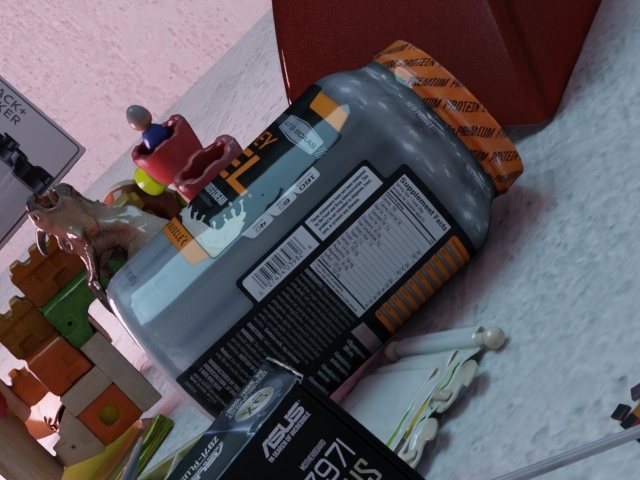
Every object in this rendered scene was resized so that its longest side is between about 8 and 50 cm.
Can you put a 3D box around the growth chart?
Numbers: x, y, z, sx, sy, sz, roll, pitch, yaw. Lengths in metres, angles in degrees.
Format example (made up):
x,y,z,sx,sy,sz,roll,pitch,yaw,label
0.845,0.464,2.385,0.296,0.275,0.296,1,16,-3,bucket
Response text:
x,y,z,sx,sy,sz,roll,pitch,yaw,label
0.031,0.153,0.912,0.237,0.021,0.172,-52,17,-16,growth chart

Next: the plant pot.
x,y,z,sx,sy,sz,roll,pitch,yaw,label
0.095,-0.276,1.189,0.267,0.235,0.267,-1,42,31,plant pot

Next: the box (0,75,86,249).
x,y,z,sx,sy,sz,roll,pitch,yaw,label
-0.434,-0.053,1.493,0.290,0.169,0.087,-55,13,-31,box

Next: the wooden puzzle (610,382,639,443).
x,y,z,sx,sy,sz,roll,pitch,yaw,label
0.188,0.091,0.675,0.049,0.006,0.083,-47,16,3,wooden puzzle

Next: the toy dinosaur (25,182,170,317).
x,y,z,sx,sy,sz,roll,pitch,yaw,label
-0.145,0.058,1.232,0.200,0.295,0.127,-29,-10,22,toy dinosaur

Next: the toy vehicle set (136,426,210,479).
x,y,z,sx,sy,sz,roll,pitch,yaw,label
-0.132,0.266,1.043,0.166,0.035,0.267,-38,19,32,toy vehicle set

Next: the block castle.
x,y,z,sx,sy,sz,roll,pitch,yaw,label
-0.269,0.051,1.464,0.453,0.213,0.303,-43,23,-8,block castle

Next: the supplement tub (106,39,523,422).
x,y,z,sx,sy,sz,roll,pitch,yaw,label
0.000,0.000,1.021,0.316,0.193,0.193,-44,16,-3,supplement tub

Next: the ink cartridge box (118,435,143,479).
x,y,z,sx,sy,sz,roll,pitch,yaw,label
-0.248,0.322,0.862,0.385,0.091,0.308,117,178,-51,ink cartridge box

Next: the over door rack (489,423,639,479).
x,y,z,sx,sy,sz,roll,pitch,yaw,label
0.150,0.148,0.496,0.324,0.108,0.239,-31,18,5,over door rack

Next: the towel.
x,y,z,sx,sy,sz,roll,pitch,yaw,label
-0.241,0.241,1.412,0.102,0.021,0.237,-54,17,-25,towel

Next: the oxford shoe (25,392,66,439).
x,y,z,sx,sy,sz,roll,pitch,yaw,label
-0.338,0.218,1.631,0.212,0.076,0.076,-34,26,37,oxford shoe

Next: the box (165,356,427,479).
x,y,z,sx,sy,sz,roll,pitch,yaw,label
-0.026,0.186,0.751,0.180,0.147,0.077,-50,16,-9,box

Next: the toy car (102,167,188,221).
x,y,z,sx,sy,sz,roll,pitch,yaw,label
-0.241,0.007,1.851,0.155,0.149,0.188,-43,45,28,toy car
